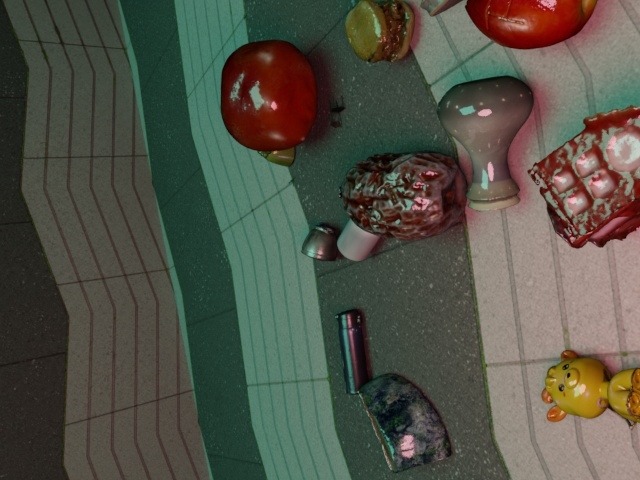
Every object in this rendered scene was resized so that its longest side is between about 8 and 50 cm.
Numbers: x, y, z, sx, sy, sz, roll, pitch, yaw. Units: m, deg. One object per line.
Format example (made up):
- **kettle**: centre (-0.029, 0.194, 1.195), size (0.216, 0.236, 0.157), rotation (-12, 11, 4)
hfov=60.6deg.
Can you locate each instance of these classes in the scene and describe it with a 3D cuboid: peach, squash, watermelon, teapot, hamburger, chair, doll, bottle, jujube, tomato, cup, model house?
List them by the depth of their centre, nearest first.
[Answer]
- **model house**: centre (0.489, -0.123, 0.845), size (0.254, 0.196, 0.160), rotation (-52, 52, 46)
- **peach**: centre (0.364, -0.443, 0.966), size (0.226, 0.196, 0.190), rotation (27, 100, 37)
- **doll**: centre (0.497, 0.269, 0.993), size (0.221, 0.135, 0.143), rotation (-18, 49, 61)
- **teapot**: centre (0.336, -0.193, 1.094), size (0.183, 0.183, 0.251), rotation (11, 118, 55)
- **jujube**: centre (0.186, -0.106, 1.277), size (0.317, 0.226, 0.226), rotation (10, 105, 52)
- **hamburger**: centre (0.147, -0.509, 1.341), size (0.185, 0.131, 0.159), rotation (-17, 90, 62)
- **watermelon**: centre (0.190, 0.502, 1.466), size (0.318, 0.148, 0.226), rotation (38, 134, 49)
- **cup**: centre (0.121, -0.029, 1.513), size (0.099, 0.136, 0.133), rotation (34, 132, 6)
- **chair**: centre (0.048, -0.374, 1.586), size (0.042, 0.037, 0.086), rotation (163, 102, -67)
- **bottle**: centre (0.098, 0.327, 1.618), size (0.082, 0.072, 0.245), rotation (-9, 89, 19)
- **tomato**: centre (-0.154, -0.430, 1.648), size (0.293, 0.289, 0.325), rotation (11, 104, 33)
- **teapot**: centre (0.009, 0.003, 1.684), size (0.111, 0.149, 0.108), rotation (17, 97, 14)
- **squash**: centre (-0.164, -0.297, 1.827), size (0.105, 0.132, 0.105), rotation (11, 103, 54)

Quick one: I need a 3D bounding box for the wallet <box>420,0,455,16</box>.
- **wallet**: centre (0.331, -0.547, 0.960), size (0.083, 0.252, 0.360), rotation (52, 142, -1)
